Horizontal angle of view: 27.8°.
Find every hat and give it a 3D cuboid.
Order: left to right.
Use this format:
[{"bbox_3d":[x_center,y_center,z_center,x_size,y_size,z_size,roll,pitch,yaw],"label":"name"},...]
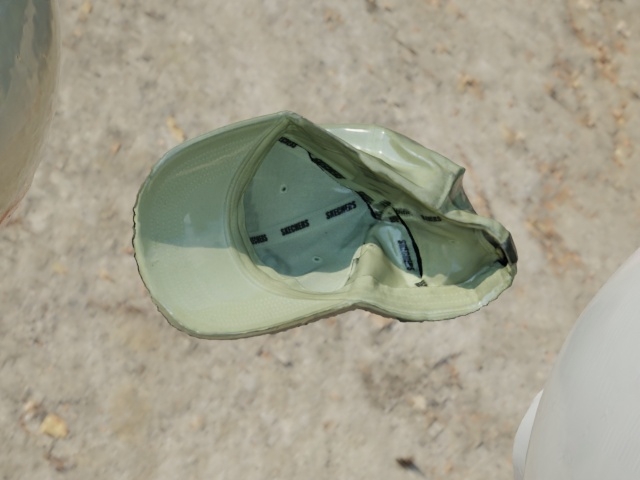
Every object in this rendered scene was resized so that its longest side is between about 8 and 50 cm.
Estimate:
[{"bbox_3d":[-0.003,0.001,0.617,0.166,0.081,0.122,-20,82,-18],"label":"hat"}]

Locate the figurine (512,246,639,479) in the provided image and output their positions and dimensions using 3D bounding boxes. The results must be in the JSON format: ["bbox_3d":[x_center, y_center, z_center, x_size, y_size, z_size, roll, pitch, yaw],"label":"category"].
[{"bbox_3d":[0.162,0.135,0.460,0.253,0.211,0.361,41,79,19],"label":"figurine"}]

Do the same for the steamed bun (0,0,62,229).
[{"bbox_3d":[-0.320,-0.076,0.784,0.241,0.374,0.374,59,17,-47],"label":"steamed bun"}]
